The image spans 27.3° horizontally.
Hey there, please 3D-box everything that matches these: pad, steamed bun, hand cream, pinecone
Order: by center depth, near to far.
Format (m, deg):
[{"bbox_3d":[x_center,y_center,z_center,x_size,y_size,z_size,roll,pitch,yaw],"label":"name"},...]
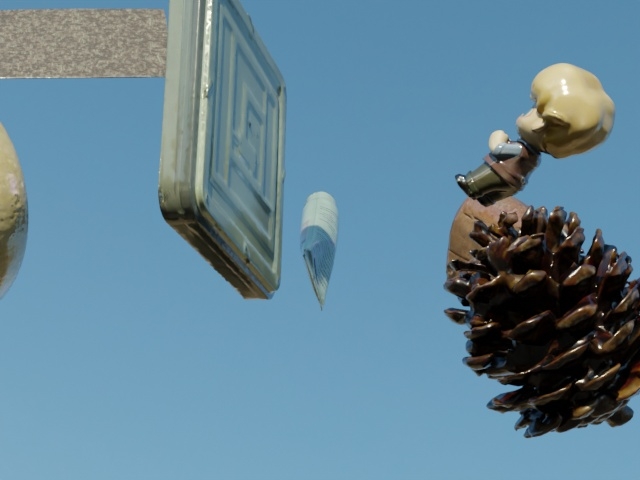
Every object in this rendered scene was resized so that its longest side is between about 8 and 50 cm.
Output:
[{"bbox_3d":[0.256,0.090,1.427,0.224,0.224,0.272,-23,-80,39],"label":"pinecone"},{"bbox_3d":[-0.323,-0.270,1.801,0.235,0.158,0.003,-2,-45,-12],"label":"pad"},{"bbox_3d":[0.254,0.024,1.807,0.145,0.106,0.175,33,-54,36],"label":"steamed bun"},{"bbox_3d":[0.000,0.000,1.895,0.058,0.331,0.085,-13,-72,4],"label":"hand cream"}]

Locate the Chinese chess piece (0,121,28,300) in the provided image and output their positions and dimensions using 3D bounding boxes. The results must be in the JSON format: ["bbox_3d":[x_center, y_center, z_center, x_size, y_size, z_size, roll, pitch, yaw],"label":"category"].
[{"bbox_3d":[-0.395,-0.034,1.270,0.257,0.257,0.104,-23,-5,39],"label":"Chinese chess piece"}]

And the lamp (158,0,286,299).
[{"bbox_3d":[-0.090,-0.102,1.301,0.047,0.269,0.266,-4,-22,13],"label":"lamp"}]

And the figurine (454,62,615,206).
[{"bbox_3d":[0.248,-0.118,1.530,0.196,0.108,0.114,-38,-41,22],"label":"figurine"}]
